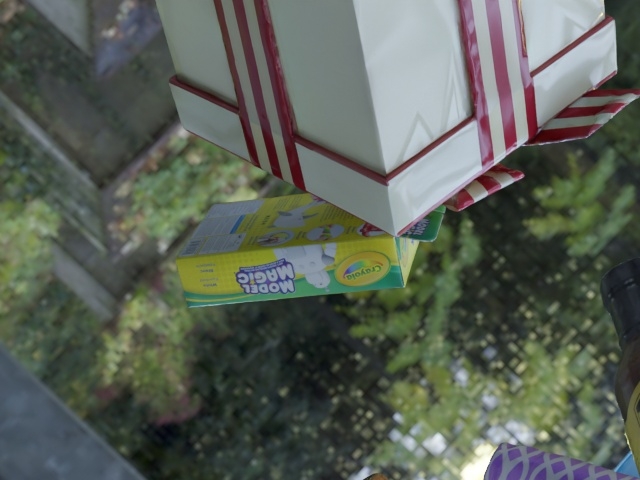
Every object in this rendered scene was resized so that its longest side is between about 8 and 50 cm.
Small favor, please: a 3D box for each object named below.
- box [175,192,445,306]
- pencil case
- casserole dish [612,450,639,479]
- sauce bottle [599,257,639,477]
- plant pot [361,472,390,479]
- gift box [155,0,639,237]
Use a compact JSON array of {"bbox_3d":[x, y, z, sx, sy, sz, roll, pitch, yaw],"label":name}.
[{"bbox_3d":[0.000,0.000,0.983,0.179,0.043,0.105,-8,-158,16],"label":"box"},{"bbox_3d":[0.276,0.283,1.520,0.086,0.206,0.088,-53,145,-33],"label":"pencil case"},{"bbox_3d":[0.431,0.282,1.726,0.037,0.114,0.188,-49,169,-47],"label":"casserole dish"},{"bbox_3d":[0.325,0.168,1.251,0.111,0.111,0.344,-48,-140,36],"label":"sauce bottle"},{"bbox_3d":[0.024,0.322,1.106,0.291,0.203,0.291,-36,174,-4],"label":"plant pot"},{"bbox_3d":[0.058,-0.174,0.938,0.276,0.255,0.258,-31,131,-24],"label":"gift box"}]
